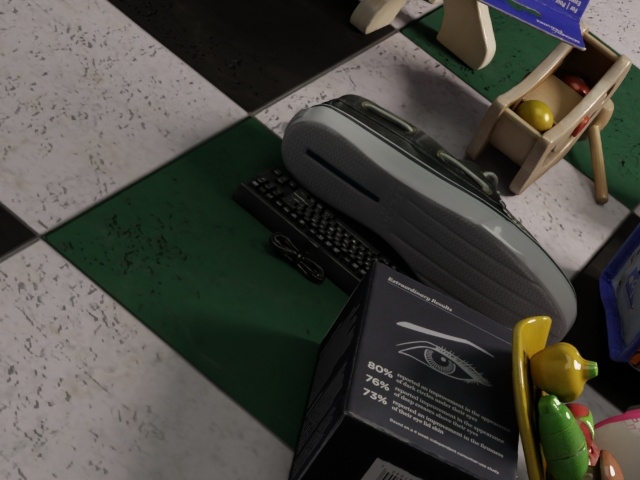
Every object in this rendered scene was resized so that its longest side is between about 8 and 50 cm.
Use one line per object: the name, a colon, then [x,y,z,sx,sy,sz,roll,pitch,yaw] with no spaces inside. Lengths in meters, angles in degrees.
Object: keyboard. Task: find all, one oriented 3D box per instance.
keyboard: [0.000,0.000,1.472,0.180,0.023,0.108,39,35,11]

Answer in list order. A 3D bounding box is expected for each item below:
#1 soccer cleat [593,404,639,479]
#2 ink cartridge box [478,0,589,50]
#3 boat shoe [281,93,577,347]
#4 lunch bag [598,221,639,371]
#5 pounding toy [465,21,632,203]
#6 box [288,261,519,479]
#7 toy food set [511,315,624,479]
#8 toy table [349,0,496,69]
soccer cleat: [0.386,0.245,1.392,0.331,0.116,0.143,17,46,-17]
ink cartridge box: [0.220,-0.361,1.782,0.176,0.069,0.371,23,36,-16]
boat shoe: [0.122,-0.036,1.508,0.335,0.121,0.119,40,47,8]
lunch bag: [0.509,0.007,1.523,0.328,0.385,0.239,28,23,-9]
pounding toy: [0.294,-0.136,1.758,0.155,0.154,0.269,40,35,11]
box: [0.074,0.140,1.278,0.153,0.108,0.207,27,34,-8]
toy food set: [0.207,0.163,1.274,0.071,0.217,0.128,-7,25,14]
toy table: [0.136,-0.342,1.886,0.274,0.161,0.252,-15,55,-48]
